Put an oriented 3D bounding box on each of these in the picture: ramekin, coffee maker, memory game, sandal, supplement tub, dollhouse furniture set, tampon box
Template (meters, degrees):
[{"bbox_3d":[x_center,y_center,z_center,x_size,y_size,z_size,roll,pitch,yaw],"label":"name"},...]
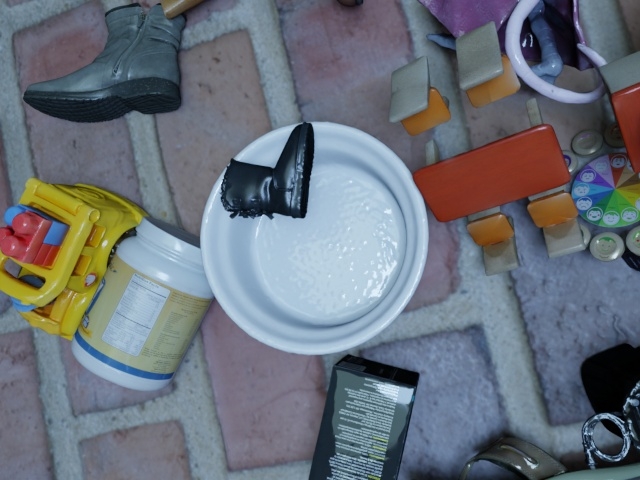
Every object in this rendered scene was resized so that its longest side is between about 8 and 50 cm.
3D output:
[{"bbox_3d":[0.000,0.000,0.723,0.277,0.135,0.278,-1,85,11],"label":"ramekin"},{"bbox_3d":[0.351,0.173,0.610,0.171,0.178,0.120,0,84,10],"label":"coffee maker"},{"bbox_3d":[0.355,-0.063,0.674,0.186,0.012,0.186,-16,61,31],"label":"memory game"},{"bbox_3d":[0.253,0.276,0.666,0.302,0.120,0.086,-11,60,8],"label":"sandal"},{"bbox_3d":[-0.227,0.083,0.758,0.144,0.144,0.200,27,90,13],"label":"supplement tub"},{"bbox_3d":[0.227,-0.084,0.578,0.259,0.262,0.135,-20,39,28],"label":"dollhouse furniture set"},{"bbox_3d":[0.055,0.238,0.695,0.101,0.120,0.161,13,87,12],"label":"tampon box"}]

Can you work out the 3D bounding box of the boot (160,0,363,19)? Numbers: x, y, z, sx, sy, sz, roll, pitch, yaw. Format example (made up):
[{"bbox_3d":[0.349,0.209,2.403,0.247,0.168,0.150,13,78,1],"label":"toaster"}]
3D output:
[{"bbox_3d":[-0.100,-0.389,0.785,0.280,0.096,0.264,-24,79,2],"label":"boot"}]

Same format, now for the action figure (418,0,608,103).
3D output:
[{"bbox_3d":[0.252,-0.380,0.625,0.247,0.276,0.370,16,118,-11],"label":"action figure"}]

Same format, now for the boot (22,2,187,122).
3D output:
[{"bbox_3d":[-0.321,-0.273,0.855,0.246,0.083,0.161,-3,77,6],"label":"boot"}]

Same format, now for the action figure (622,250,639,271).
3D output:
[{"bbox_3d":[0.508,-0.038,0.644,0.285,0.099,0.185,-37,72,3],"label":"action figure"}]

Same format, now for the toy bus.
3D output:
[{"bbox_3d":[-0.364,0.028,0.759,0.149,0.211,0.220,26,92,11],"label":"toy bus"}]

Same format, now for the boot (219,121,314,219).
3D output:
[{"bbox_3d":[-0.061,-0.081,0.653,0.099,0.045,0.121,6,87,15],"label":"boot"}]
